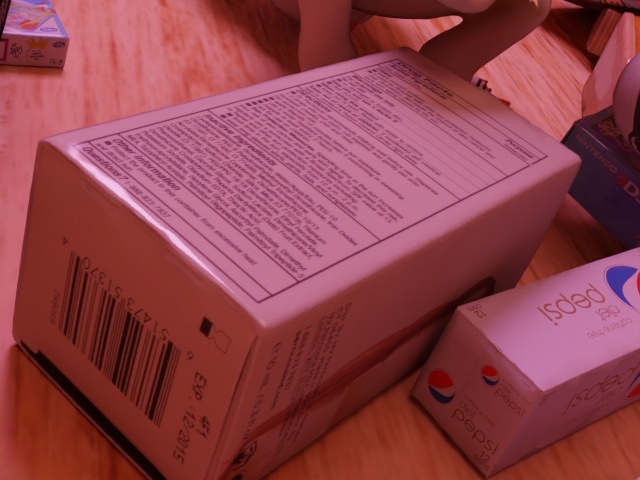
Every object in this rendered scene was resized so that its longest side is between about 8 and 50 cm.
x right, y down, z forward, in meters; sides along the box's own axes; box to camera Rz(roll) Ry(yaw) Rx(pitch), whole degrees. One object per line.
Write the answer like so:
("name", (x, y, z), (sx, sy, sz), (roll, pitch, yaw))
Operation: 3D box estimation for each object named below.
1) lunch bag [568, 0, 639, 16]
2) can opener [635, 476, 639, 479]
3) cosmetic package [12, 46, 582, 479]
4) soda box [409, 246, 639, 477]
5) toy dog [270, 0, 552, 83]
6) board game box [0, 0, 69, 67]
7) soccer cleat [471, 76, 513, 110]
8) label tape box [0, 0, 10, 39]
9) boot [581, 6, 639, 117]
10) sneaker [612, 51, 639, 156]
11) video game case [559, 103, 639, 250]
("lunch bag", (0.386, -0.306, 1.086), (0.258, 0.120, 0.293), (-1, 20, -45))
("can opener", (0.166, 0.146, 0.465), (0.280, 0.093, 0.074), (-9, 46, -31))
("cosmetic package", (0.000, 0.000, 0.528), (0.153, 0.129, 0.296), (38, 38, 25))
("soda box", (0.160, 0.064, 0.577), (0.216, 0.074, 0.069), (-13, 48, -40))
("toy dog", (0.057, -0.301, 0.762), (0.284, 0.396, 0.408), (-16, 8, -28))
("board game box", (-0.274, -0.168, 0.692), (0.154, 0.026, 0.103), (-2, 42, -31))
("soccer cleat", (0.149, -0.126, 0.872), (0.035, 0.029, 0.083), (-1, 37, -17))
("label tape box", (-0.233, -0.261, 0.592), (0.115, 0.249, 0.348), (11, 37, -16))
("boot", (0.385, -0.155, 0.974), (0.211, 0.104, 0.295), (24, 30, 2))
("sneaker", (0.359, -0.120, 0.733), (0.384, 0.145, 0.147), (-9, 30, -29))
("video game case", (0.351, -0.022, 0.754), (0.244, 0.061, 0.269), (-26, 64, -38))
